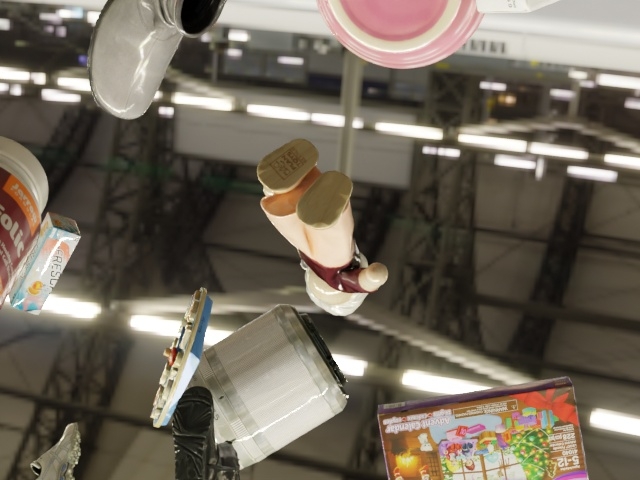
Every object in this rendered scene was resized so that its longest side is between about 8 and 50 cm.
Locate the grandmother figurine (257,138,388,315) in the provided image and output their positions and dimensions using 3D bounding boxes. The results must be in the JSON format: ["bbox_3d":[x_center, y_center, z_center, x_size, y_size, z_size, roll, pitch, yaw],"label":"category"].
[{"bbox_3d":[0.000,0.000,1.559,0.104,0.342,0.208,-33,-117,-7],"label":"grandmother figurine"}]

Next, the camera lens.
[{"bbox_3d":[-0.105,0.259,2.204,0.274,0.219,0.219,-31,-160,-3],"label":"camera lens"}]

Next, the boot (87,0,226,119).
[{"bbox_3d":[-0.214,-0.306,1.711,0.118,0.338,0.223,11,-165,-28],"label":"boot"}]

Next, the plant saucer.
[{"bbox_3d":[0.138,-0.466,2.236,0.332,0.332,0.084,9,-158,14],"label":"plant saucer"}]

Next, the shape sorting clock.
[{"bbox_3d":[-0.201,0.163,1.764,0.040,0.206,0.206,23,-167,-10],"label":"shape sorting clock"}]

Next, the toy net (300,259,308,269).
[{"bbox_3d":[0.000,0.017,2.075,0.045,0.122,0.232,13,172,-9],"label":"toy net"}]

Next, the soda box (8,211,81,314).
[{"bbox_3d":[-0.506,0.042,2.284,0.058,0.183,0.063,20,-160,-30],"label":"soda box"}]

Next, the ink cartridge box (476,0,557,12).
[{"bbox_3d":[0.374,-0.506,2.023,0.289,0.211,0.121,-24,-159,-32],"label":"ink cartridge box"}]

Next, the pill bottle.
[{"bbox_3d":[-0.581,-0.001,2.011,0.224,0.224,0.392,5,-148,3],"label":"pill bottle"}]

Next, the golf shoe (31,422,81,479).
[{"bbox_3d":[-0.493,0.403,2.322,0.086,0.069,0.176,3,-147,0],"label":"golf shoe"}]

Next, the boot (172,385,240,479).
[{"bbox_3d":[-0.117,0.220,1.322,0.045,0.121,0.099,-4,165,20],"label":"boot"}]

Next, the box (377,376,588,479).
[{"bbox_3d":[0.245,0.326,1.866,0.293,0.201,0.057,-10,-173,5],"label":"box"}]
